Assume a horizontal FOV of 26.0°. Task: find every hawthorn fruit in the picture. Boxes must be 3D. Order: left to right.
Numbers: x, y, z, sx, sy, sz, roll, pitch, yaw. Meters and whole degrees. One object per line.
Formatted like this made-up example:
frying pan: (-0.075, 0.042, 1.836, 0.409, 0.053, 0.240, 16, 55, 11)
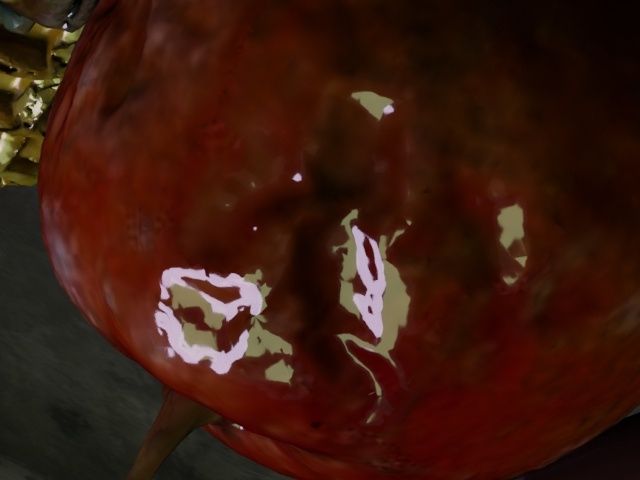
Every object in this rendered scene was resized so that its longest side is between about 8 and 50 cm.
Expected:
hawthorn fruit: (0.000, 0.000, 0.478, 0.242, 0.271, 0.242, 40, 177, 2)

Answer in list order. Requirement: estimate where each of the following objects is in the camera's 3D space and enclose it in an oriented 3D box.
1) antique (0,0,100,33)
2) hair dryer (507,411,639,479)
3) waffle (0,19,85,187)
antique: (-0.090, -0.164, 0.407, 0.125, 0.150, 0.284, 28, 157, -9)
hair dryer: (0.269, 0.100, 0.557, 0.312, 0.123, 0.340, -23, 148, 22)
waffle: (-0.216, -0.100, 0.642, 0.291, 0.051, 0.291, -4, 146, -3)
